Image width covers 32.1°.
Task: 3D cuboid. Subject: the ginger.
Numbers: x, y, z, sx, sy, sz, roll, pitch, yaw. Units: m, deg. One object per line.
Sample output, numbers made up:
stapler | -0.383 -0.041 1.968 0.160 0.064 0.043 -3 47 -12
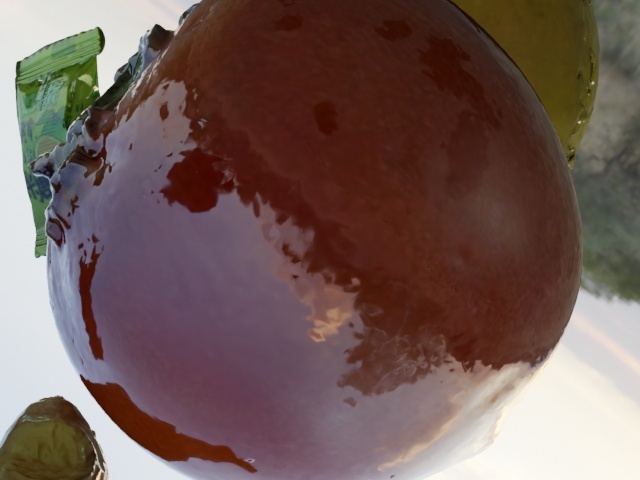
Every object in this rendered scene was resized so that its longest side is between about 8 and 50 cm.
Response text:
ginger | -0.163 0.247 0.704 0.086 0.294 0.131 -8 172 -18

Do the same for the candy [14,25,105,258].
candy | -0.292 -0.113 1.278 0.069 0.149 0.246 -7 -95 -58

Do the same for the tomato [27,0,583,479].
tomato | 0.000 0.000 0.661 0.321 0.321 0.321 37 -171 -6

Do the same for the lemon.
lemon | 0.103 -0.152 0.962 0.297 0.297 0.297 37 -171 -6
